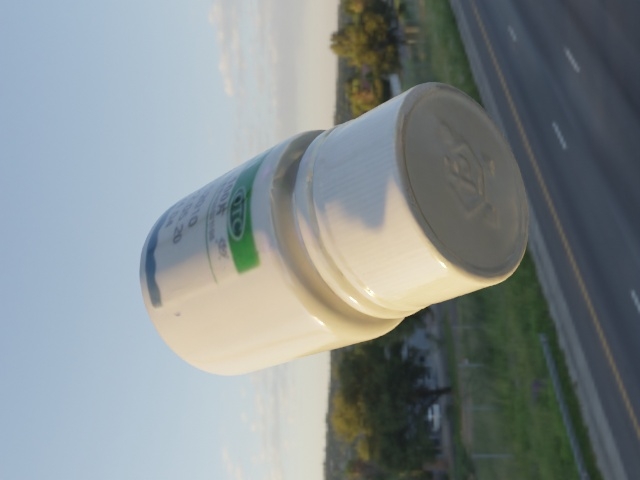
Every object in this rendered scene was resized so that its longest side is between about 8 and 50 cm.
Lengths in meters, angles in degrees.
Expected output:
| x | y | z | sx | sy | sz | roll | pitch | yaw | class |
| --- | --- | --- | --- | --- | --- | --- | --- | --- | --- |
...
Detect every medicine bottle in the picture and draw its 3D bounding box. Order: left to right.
| x | y | z | sx | sy | sz | roll | pitch | yaw | class |
| --- | --- | --- | --- | --- | --- | --- | --- | --- | --- |
| 0.000 | 0.000 | 0.505 | 0.236 | 0.139 | 0.139 | -25 | 57 | 45 | medicine bottle |
